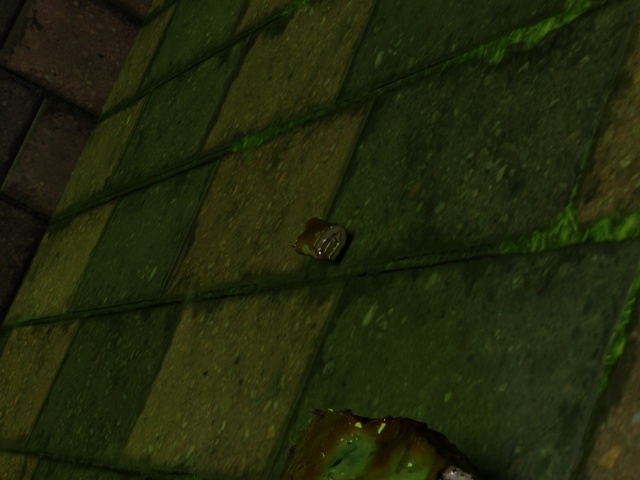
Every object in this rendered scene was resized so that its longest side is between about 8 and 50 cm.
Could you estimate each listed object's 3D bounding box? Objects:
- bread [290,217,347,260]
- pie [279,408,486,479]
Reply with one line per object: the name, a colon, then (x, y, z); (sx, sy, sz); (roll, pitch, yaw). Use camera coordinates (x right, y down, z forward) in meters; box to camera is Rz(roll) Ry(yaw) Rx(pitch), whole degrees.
bread: (0.000, 0.000, 1.556); (0.047, 0.036, 0.083); (-55, 19, -5)
pie: (0.022, 0.286, 1.054); (0.288, 0.103, 0.354); (-34, 39, 51)
